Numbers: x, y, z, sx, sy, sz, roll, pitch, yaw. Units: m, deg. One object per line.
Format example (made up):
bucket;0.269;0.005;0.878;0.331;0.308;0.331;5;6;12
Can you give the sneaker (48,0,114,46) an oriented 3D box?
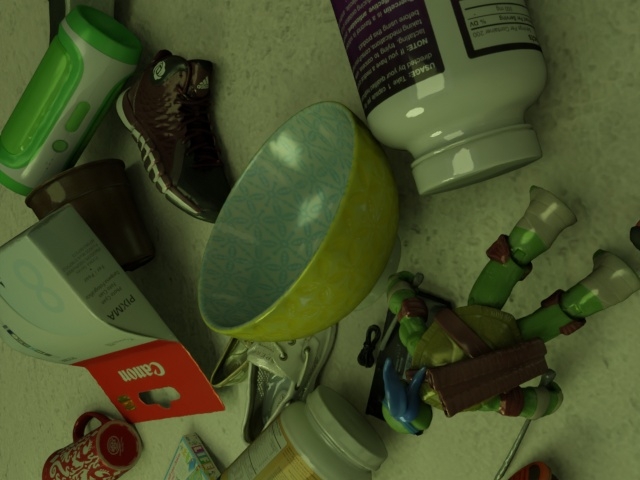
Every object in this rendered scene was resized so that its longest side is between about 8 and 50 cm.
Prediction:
sneaker;-0.407;-0.362;1.074;0.147;0.104;0.296;49;133;41

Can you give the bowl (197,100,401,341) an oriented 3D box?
bowl;0.000;0.000;0.755;0.289;0.156;0.289;-38;36;35

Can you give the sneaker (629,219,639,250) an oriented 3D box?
sneaker;0.420;-0.022;0.511;0.314;0.116;0.136;4;89;29

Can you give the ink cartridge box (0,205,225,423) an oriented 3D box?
ink cartridge box;-0.365;0.159;1.007;0.308;0.091;0.385;-20;109;42

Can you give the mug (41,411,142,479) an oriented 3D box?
mug;-0.416;0.383;1.168;0.169;0.113;0.150;-37;77;31

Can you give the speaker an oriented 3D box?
speaker;-0.400;-0.210;1.011;0.131;0.131;0.296;48;111;22

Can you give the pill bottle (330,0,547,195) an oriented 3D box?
pill bottle;0.111;-0.216;0.649;0.181;0.181;0.323;-19;85;37

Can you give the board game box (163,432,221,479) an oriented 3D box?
board game box;-0.216;0.409;1.061;0.103;0.026;0.154;45;121;36

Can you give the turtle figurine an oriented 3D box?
turtle figurine;0.176;0.088;0.682;0.266;0.274;0.198;-44;51;8

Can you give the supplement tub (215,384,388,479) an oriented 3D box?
supplement tub;-0.027;0.297;0.814;0.200;0.144;0.144;-46;67;4

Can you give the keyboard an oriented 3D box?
keyboard;0.098;0.145;0.809;0.108;0.023;0.180;18;106;27

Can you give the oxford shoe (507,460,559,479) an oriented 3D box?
oxford shoe;0.219;0.364;0.721;0.098;0.097;0.271;22;114;12

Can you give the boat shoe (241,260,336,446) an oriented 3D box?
boat shoe;-0.051;0.153;0.870;0.098;0.096;0.277;16;101;36

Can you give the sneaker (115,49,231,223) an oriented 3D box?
sneaker;-0.186;-0.168;0.926;0.281;0.106;0.162;51;119;20

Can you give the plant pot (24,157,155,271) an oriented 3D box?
plant pot;-0.358;-0.022;1.046;0.167;0.167;0.165;-30;86;35

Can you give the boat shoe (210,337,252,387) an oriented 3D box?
boat shoe;-0.114;0.158;0.949;0.056;0.048;0.153;47;121;22
